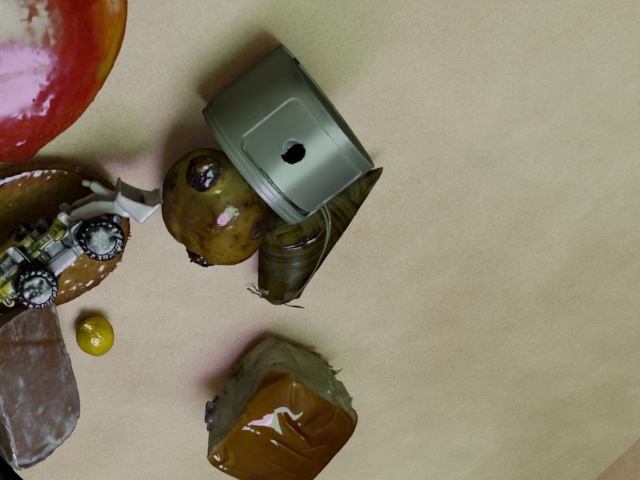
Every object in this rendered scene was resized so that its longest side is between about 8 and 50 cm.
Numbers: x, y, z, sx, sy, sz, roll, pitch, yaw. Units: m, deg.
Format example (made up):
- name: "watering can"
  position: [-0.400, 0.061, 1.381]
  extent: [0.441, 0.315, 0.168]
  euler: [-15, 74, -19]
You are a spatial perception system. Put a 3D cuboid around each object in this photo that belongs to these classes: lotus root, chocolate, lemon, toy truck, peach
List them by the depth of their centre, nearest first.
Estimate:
- name: "peach"
  position: [-0.395, -0.264, 1.330]
  extent: [0.373, 0.290, 0.372]
  euler: [-14, 129, -17]
- name: "toy truck"
  position: [-0.362, -0.006, 1.691]
  extent: [0.286, 0.136, 0.111]
  euler: [-36, 109, 1]
- name: "lotus root"
  position: [-0.158, -0.053, 1.779]
  extent: [0.141, 0.169, 0.314]
  euler: [-53, 171, -20]
- name: "chocolate"
  position: [-0.472, 0.221, 1.843]
  extent: [0.157, 0.080, 0.254]
  euler: [-40, 130, -47]
- name: "lemon"
  position: [-0.377, 0.159, 1.963]
  extent: [0.065, 0.065, 0.092]
  euler: [-25, 143, -8]

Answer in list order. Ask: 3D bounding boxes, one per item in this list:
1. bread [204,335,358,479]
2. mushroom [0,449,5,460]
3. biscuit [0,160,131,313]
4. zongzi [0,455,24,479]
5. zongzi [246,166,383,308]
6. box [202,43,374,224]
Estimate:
- name: "bread"
  position: [-0.084, 0.333, 2.205]
  extent: [0.250, 0.225, 0.279]
  euler: [-44, 135, 13]
- name: "mushroom"
  position: [-0.539, 0.304, 1.979]
  extent: [0.118, 0.103, 0.270]
  euler: [-56, 169, -49]
- name: "biscuit"
  position: [-0.434, -0.002, 1.779]
  extent: [0.305, 0.038, 0.305]
  euler: [-16, 138, -15]
- name: "zongzi"
  position: [-0.605, 0.439, 1.894]
  extent: [0.383, 0.319, 0.362]
  euler: [-42, 113, 6]
- name: "zongzi"
  position: [0.000, 0.000, 2.011]
  extent: [0.241, 0.111, 0.247]
  euler: [-22, 145, -21]
- name: "box"
  position: [-0.046, -0.153, 1.718]
  extent: [0.149, 0.226, 0.226]
  euler: [-38, 140, 8]
